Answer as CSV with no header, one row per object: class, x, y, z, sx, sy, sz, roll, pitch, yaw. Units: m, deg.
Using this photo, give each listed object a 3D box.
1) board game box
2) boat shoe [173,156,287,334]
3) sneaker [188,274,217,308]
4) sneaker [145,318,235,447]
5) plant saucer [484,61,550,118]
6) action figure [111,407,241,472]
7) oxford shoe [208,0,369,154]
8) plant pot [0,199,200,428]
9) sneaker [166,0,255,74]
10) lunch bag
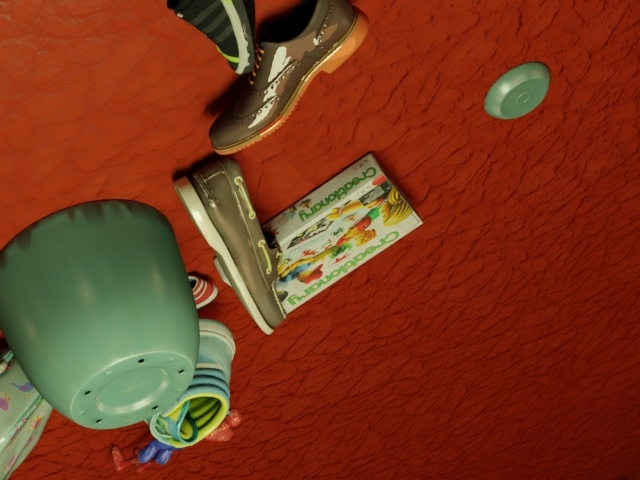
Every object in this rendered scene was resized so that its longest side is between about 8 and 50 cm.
board game box,0.000,0.000,2.047,0.305,0.053,0.193,-34,147,8
boat shoe,-0.110,0.012,1.884,0.096,0.116,0.324,-32,129,-6
sneaker,-0.228,0.097,2.018,0.118,0.042,0.067,-37,147,9
sneaker,-0.287,0.238,1.966,0.319,0.208,0.127,-13,131,2
plant saucer,0.317,-0.231,2.002,0.119,0.021,0.119,-20,146,-14
action figure,-0.256,0.322,2.281,0.280,0.139,0.091,-21,158,32
oxford shoe,-0.064,-0.228,1.666,0.271,0.097,0.098,-45,128,12
plant pot,-0.306,0.125,1.815,0.293,0.235,0.293,-20,146,-14
sneaker,-0.136,-0.293,1.537,0.097,0.084,0.235,-4,146,6
lunch bag,-0.507,0.296,1.924,0.279,0.108,0.224,-60,176,38
